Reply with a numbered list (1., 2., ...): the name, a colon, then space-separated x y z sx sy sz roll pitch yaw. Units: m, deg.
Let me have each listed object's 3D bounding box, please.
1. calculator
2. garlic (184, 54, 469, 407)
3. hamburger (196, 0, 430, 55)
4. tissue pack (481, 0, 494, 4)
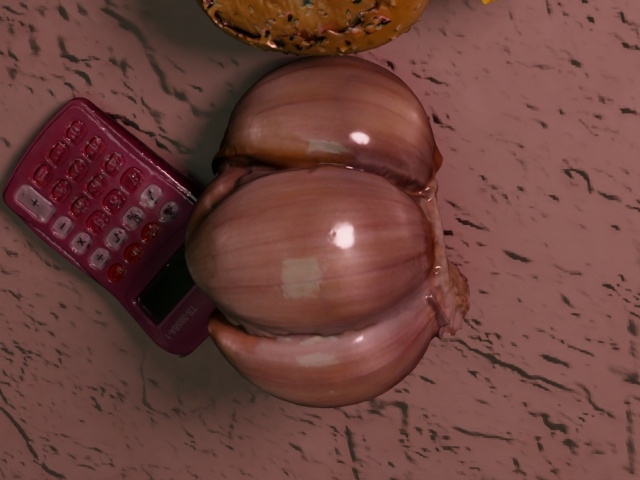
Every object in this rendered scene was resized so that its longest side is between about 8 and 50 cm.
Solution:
1. calculator: -0.136 -0.011 1.435 0.190 0.034 0.126 42 128 -2
2. garlic: 0.000 0.000 1.302 0.191 0.160 0.214 -7 125 3
3. hamburger: -0.010 -0.197 1.213 0.185 0.113 0.177 27 128 2
4. tissue pack: 0.100 -0.240 1.152 0.062 0.095 0.176 -13 116 28
